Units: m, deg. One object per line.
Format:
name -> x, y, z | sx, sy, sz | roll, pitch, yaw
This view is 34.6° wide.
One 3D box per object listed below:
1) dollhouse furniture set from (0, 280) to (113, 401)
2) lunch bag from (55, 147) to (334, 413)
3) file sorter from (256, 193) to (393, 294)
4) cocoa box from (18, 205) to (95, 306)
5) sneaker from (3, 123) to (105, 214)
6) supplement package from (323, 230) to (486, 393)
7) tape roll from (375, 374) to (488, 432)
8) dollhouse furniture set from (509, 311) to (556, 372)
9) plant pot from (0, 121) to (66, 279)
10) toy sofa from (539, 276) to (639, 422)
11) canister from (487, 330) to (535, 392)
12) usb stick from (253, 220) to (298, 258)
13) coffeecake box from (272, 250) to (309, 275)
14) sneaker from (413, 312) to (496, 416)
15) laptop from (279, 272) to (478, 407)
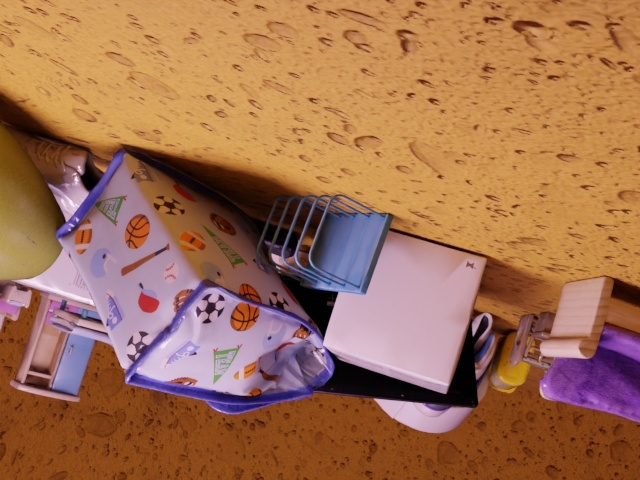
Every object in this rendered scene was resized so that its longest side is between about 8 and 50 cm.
dollhouse furniture set -> -0.483, 0.214, 1.938 | 0.286, 0.198, 0.303 | 20, 174, -37
lunch bag -> -0.173, 0.082, 1.600 | 0.385, 0.239, 0.328 | 21, -153, -50
file sorter -> 0.000, 0.000, 1.467 | 0.104, 0.118, 0.170 | 25, 169, -29
cocoa box -> -0.513, -0.022, 1.948 | 0.347, 0.232, 0.228 | 19, 172, -12
sneaker -> -0.430, -0.131, 1.668 | 0.232, 0.090, 0.115 | 31, 141, -34
supplement package -> 0.137, 0.114, 1.628 | 0.198, 0.199, 0.263 | 17, 171, 9
tape roll -> 0.234, 0.294, 2.332 | 0.286, 0.286, 0.100 | 20, 128, -17
dollhouse furniture set -> 0.468, 0.211, 1.913 | 0.181, 0.101, 0.161 | 18, 171, -4
plant pot -> -0.518, -0.051, 1.529 | 0.274, 0.275, 0.293 | 13, 164, 28
toy sofa -> 0.506, 0.190, 1.462 | 0.362, 0.177, 0.150 | 19, 172, -7
canister -> 0.426, 0.271, 2.301 | 0.073, 0.126, 0.170 | 17, 170, 6
usb stick -> -0.173, -0.029, 1.861 | 0.278, 0.045, 0.077 | 19, 172, -6
coffeecake box -> -0.079, 0.055, 2.118 | 0.185, 0.068, 0.142 | 16, 170, 10
sneaker -> 0.326, 0.222, 2.194 | 0.130, 0.236, 0.323 | 39, -141, 8
laptop -> 0.075, 0.197, 1.939 | 0.381, 0.408, 0.236 | 5, 134, -2
